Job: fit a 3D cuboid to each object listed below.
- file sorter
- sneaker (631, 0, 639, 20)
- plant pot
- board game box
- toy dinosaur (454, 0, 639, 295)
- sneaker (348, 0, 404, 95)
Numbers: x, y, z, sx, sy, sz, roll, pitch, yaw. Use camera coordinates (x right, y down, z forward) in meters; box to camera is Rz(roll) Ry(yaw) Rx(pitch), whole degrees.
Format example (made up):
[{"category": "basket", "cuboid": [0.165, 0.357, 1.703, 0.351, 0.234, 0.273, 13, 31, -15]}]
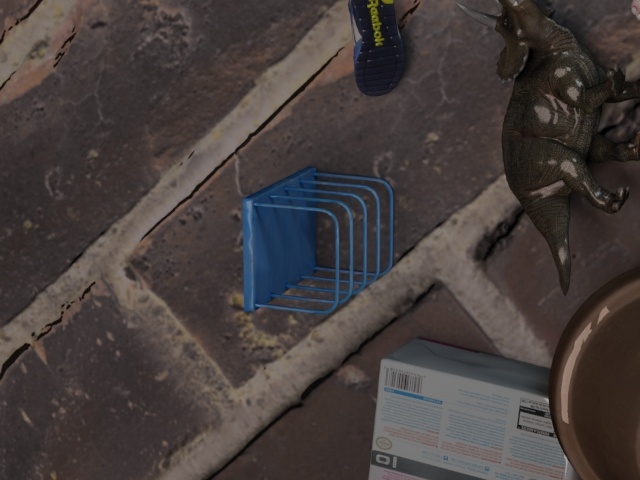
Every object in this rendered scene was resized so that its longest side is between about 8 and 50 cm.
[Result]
[{"category": "file sorter", "cuboid": [0.000, 0.000, 1.876, 0.104, 0.170, 0.118, 5, 105, 22]}, {"category": "sneaker", "cuboid": [0.331, -0.198, 1.736, 0.070, 0.051, 0.134, 19, 112, 28]}, {"category": "plant pot", "cuboid": [0.348, 0.161, 1.669, 0.263, 0.229, 0.263, 1, 99, 3]}, {"category": "board game box", "cuboid": [0.167, 0.278, 1.907, 0.224, 0.097, 0.303, 13, 107, 23]}, {"category": "toy dinosaur", "cuboid": [0.237, -0.110, 1.783, 0.160, 0.121, 0.313, 9, 112, 36]}, {"category": "sneaker", "cuboid": [0.056, -0.219, 1.864, 0.053, 0.059, 0.144, -6, 120, -4]}]
